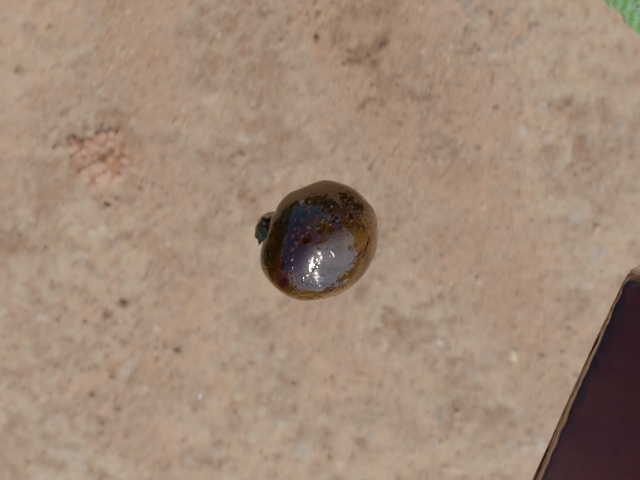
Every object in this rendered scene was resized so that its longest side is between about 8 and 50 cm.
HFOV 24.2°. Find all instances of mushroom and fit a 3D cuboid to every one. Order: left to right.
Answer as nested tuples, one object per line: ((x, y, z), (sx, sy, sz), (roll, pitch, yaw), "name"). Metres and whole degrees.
((0.000, 0.000, 1.439), (0.127, 0.087, 0.127), (-12, 128, -15), "mushroom")

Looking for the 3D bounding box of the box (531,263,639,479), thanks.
((0.303, 0.107, 0.691), (0.344, 0.385, 0.122), (24, 103, 15), "box")

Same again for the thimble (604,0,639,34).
((0.368, -0.303, 1.461), (0.150, 0.219, 0.219), (-13, 126, 48), "thimble")
